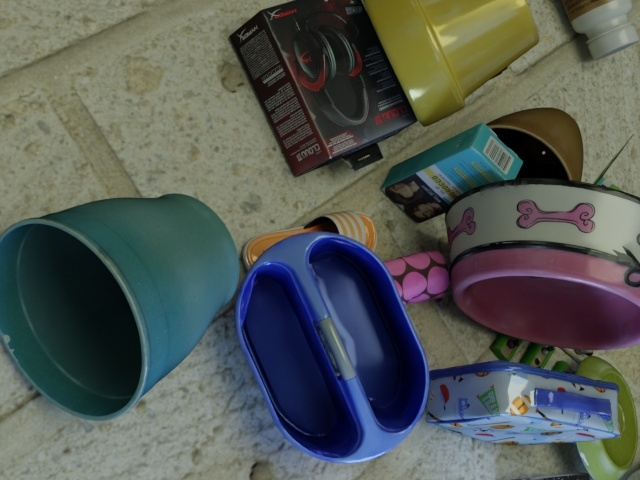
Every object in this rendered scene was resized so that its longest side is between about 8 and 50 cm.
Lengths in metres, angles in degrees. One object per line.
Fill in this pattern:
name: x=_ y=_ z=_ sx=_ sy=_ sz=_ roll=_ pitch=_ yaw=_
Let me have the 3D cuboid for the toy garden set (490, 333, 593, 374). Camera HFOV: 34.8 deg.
toy garden set: x=0.450 y=0.217 z=1.907 sx=0.244 sy=0.049 sz=0.204 roll=50 pitch=55 yaw=-12

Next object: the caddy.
caddy: x=0.013 y=0.155 z=1.499 sx=0.241 sy=0.179 sz=0.341 roll=-24 pitch=90 yaw=-9

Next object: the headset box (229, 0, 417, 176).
headset box: x=0.014 y=-0.256 z=1.710 sx=0.218 sy=0.110 sz=0.293 roll=-26 pitch=91 yaw=-37

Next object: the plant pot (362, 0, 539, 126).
plant pot: x=0.227 y=-0.356 z=1.730 sx=0.254 sy=0.239 sz=0.254 roll=61 pitch=10 yaw=-18

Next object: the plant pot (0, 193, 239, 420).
plant pot: x=-0.250 y=0.061 z=1.360 sx=0.255 sy=0.272 sz=0.271 roll=-31 pitch=95 yaw=-51

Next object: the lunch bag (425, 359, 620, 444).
lunch bag: x=0.344 y=0.270 z=1.700 sx=0.303 sy=0.243 sz=0.115 roll=13 pitch=70 yaw=-30

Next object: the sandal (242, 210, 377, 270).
sandal: x=0.002 y=0.010 z=1.646 sx=0.265 sy=0.076 sz=0.102 roll=-14 pitch=85 yaw=-36

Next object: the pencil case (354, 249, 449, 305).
pencil case: x=0.114 y=0.078 z=1.692 sx=0.209 sy=0.098 sz=0.095 roll=-9 pitch=77 yaw=-33

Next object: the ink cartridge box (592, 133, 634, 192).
ink cartridge box: x=0.521 y=-0.046 z=1.897 sx=0.097 sy=0.255 sz=0.189 roll=38 pitch=54 yaw=12

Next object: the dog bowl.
dog bowl: x=0.397 y=0.056 z=1.697 sx=0.408 sy=0.408 sz=0.150 roll=25 pitch=66 yaw=-26

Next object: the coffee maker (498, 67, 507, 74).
coffee maker: x=0.275 y=-0.380 z=1.919 sx=0.171 sy=0.120 sz=0.178 roll=-27 pitch=93 yaw=-37

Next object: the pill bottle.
pill bottle: x=0.583 y=-0.507 z=2.158 sx=0.131 sy=0.131 sz=0.229 roll=-21 pitch=89 yaw=-37

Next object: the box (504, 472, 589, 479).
box: x=0.403 y=0.528 z=1.780 sx=0.183 sy=0.056 sz=0.231 roll=5 pitch=73 yaw=-34

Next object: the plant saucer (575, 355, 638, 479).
plant saucer: x=0.536 y=0.333 z=1.897 sx=0.241 sy=0.037 sz=0.241 roll=18 pitch=66 yaw=-48

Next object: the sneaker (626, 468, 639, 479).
sneaker: x=0.683 y=0.498 z=1.960 sx=0.366 sy=0.135 sz=0.150 roll=-6 pitch=110 yaw=-40

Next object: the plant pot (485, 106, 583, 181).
plant pot: x=0.388 y=-0.148 z=1.881 sx=0.237 sy=0.237 sz=0.254 roll=56 pitch=41 yaw=-8

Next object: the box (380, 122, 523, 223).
box: x=0.216 y=-0.109 z=1.721 sx=0.100 sy=0.244 sz=0.060 roll=41 pitch=58 yaw=-17
